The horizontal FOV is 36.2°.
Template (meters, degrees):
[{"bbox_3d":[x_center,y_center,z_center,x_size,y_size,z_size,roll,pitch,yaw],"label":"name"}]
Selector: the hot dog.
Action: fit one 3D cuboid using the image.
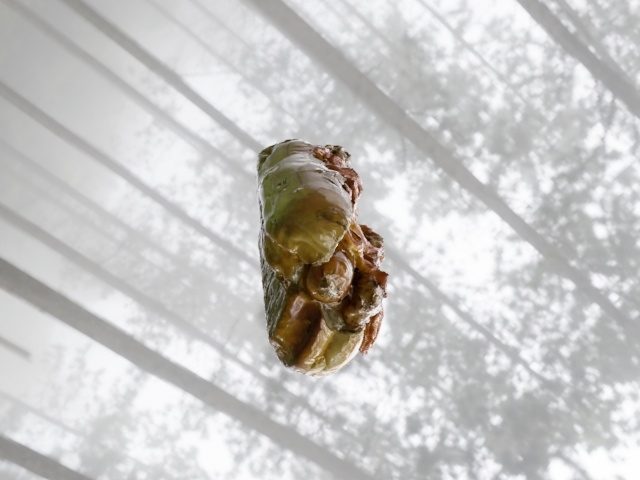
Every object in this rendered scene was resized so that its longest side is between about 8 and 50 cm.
[{"bbox_3d":[0.000,0.000,0.924,0.349,0.117,0.158,-108,-163,-72],"label":"hot dog"}]
